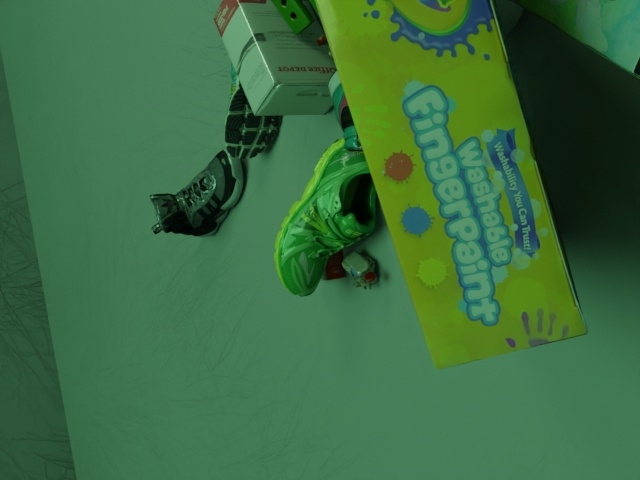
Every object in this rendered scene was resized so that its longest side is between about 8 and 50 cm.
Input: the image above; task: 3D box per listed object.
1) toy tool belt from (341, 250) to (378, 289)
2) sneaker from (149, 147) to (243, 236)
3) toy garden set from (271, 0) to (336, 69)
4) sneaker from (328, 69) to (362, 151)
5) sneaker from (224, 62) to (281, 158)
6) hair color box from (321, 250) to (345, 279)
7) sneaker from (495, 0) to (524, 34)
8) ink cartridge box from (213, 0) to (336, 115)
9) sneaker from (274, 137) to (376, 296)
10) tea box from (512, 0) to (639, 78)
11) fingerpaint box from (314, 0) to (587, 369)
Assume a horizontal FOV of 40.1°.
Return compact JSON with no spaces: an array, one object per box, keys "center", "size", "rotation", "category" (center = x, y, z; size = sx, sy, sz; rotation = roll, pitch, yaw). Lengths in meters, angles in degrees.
[{"center":[0.075,0.058,1.491],"size":[0.083,0.052,0.051],"rotation":[45,170,45],"category":"toy tool belt"},{"center":[-0.267,-0.091,1.847],"size":[0.101,0.153,0.269],"rotation":[63,141,25],"category":"sneaker"},{"center":[0.040,-0.401,1.398],"size":[0.244,0.049,0.204],"rotation":[-29,100,47],"category":"toy garden set"},{"center":[0.101,-0.214,1.304],"size":[0.295,0.123,0.179],"rotation":[133,125,-65],"category":"sneaker"},{"center":[-0.130,-0.293,1.685],"size":[0.110,0.106,0.276],"rotation":[-131,48,-65],"category":"sneaker"},{"center":[0.000,0.000,1.581],"size":[0.072,0.043,0.141],"rotation":[-4,95,55],"category":"hair color box"},{"center":[0.121,-0.422,1.173],"size":[0.137,0.210,0.366],"rotation":[-45,61,49],"category":"sneaker"},{"center":[-0.069,-0.325,1.510],"size":[0.092,0.158,0.218],"rotation":[-49,57,46],"category":"ink cartridge box"},{"center":[0.017,-0.028,1.456],"size":[0.123,0.109,0.296],"rotation":[40,113,39],"category":"sneaker"},{"center":[0.386,-0.321,0.807],"size":[0.323,0.219,0.329],"rotation":[47,133,40],"category":"tea box"},{"center":[0.142,-0.141,0.972],"size":[0.163,0.371,0.445],"rotation":[-16,102,14],"category":"fingerpaint box"}]
